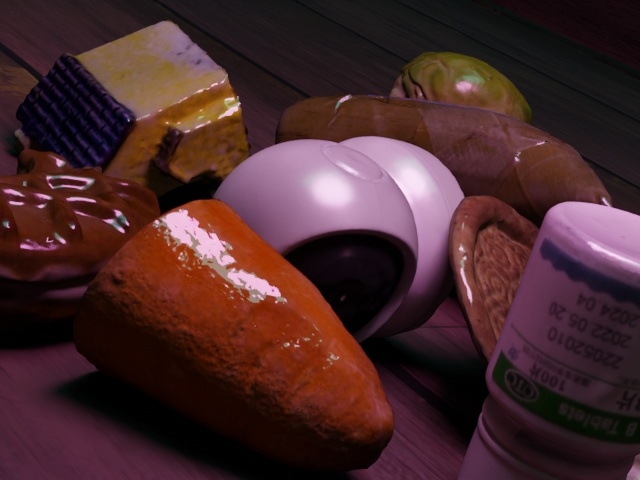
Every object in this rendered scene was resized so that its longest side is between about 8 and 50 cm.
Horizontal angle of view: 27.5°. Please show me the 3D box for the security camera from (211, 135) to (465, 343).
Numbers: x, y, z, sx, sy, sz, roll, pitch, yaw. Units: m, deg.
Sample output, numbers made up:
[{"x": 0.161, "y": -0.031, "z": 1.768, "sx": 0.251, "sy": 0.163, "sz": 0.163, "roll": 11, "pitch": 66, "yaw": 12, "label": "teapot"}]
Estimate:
[{"x": 0.000, "y": 0.000, "z": 1.146, "sx": 0.195, "sy": 0.194, "sz": 0.236, "roll": 31, "pitch": 19, "yaw": 32, "label": "security camera"}]

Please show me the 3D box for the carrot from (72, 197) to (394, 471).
[{"x": -0.048, "y": 0.093, "z": 0.962, "sx": 0.225, "sy": 0.159, "sz": 0.159, "roll": 39, "pitch": 25, "yaw": 17, "label": "carrot"}]

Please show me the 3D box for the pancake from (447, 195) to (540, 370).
[{"x": 0.185, "y": 0.070, "z": 1.149, "sx": 0.250, "sy": 0.031, "sz": 0.250, "roll": 34, "pitch": 42, "yaw": -38, "label": "pancake"}]

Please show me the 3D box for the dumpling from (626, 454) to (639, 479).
[{"x": 0.331, "y": 0.210, "z": 1.011, "sx": 0.247, "sy": 0.142, "sz": 0.172, "roll": 34, "pitch": 58, "yaw": 22, "label": "dumpling"}]

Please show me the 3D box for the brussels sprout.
[{"x": 0.212, "y": -0.196, "z": 1.944, "sx": 0.223, "sy": 0.161, "sz": 0.223, "roll": 21, "pitch": 24, "yaw": -9, "label": "brussels sprout"}]

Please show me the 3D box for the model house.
[{"x": -0.204, "y": -0.104, "z": 1.399, "sx": 0.211, "sy": 0.170, "sz": 0.194, "roll": -23, "pitch": 44, "yaw": -21, "label": "model house"}]

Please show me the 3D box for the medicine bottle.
[{"x": 0.192, "y": 0.102, "z": 0.968, "sx": 0.139, "sy": 0.236, "sz": 0.139, "roll": 17, "pitch": 18, "yaw": -6, "label": "medicine bottle"}]

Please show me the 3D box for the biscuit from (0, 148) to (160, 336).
[{"x": -0.315, "y": -0.025, "z": 1.052, "sx": 0.366, "sy": 0.115, "sz": 0.268, "roll": 18, "pitch": 19, "yaw": 2, "label": "biscuit"}]

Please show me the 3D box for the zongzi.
[{"x": 0.114, "y": -0.072, "z": 1.379, "sx": 0.356, "sy": 0.174, "sz": 0.393, "roll": 15, "pitch": 0, "yaw": 3, "label": "zongzi"}]
